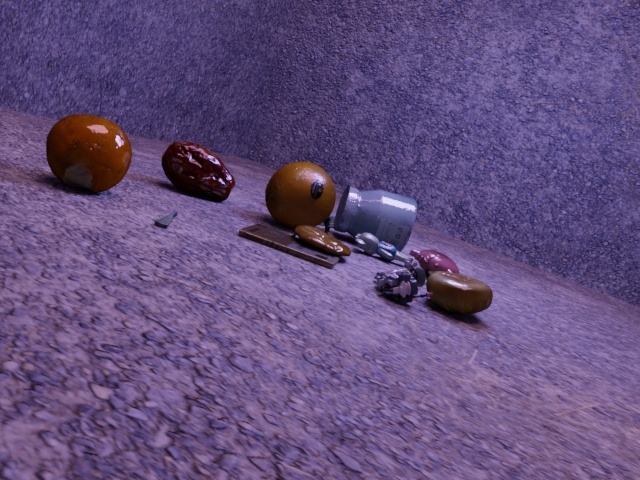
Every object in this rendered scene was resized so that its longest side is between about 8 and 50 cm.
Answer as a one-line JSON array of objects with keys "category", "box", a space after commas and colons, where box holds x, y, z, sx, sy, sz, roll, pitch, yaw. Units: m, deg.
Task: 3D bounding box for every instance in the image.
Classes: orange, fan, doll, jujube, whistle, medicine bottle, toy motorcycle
[{"category": "orange", "box": [-0.078, -0.172, 2.071, 0.274, 0.274, 0.274, 18, 10, -3]}, {"category": "fan", "box": [-0.434, -0.062, 1.546, 0.038, 0.016, 0.193, 20, 11, -6]}, {"category": "orange", "box": [-0.677, -0.256, 1.586, 0.240, 0.240, 0.240, 18, 10, -3]}, {"category": "doll", "box": [0.437, 0.090, 2.035, 0.211, 0.093, 0.262, 36, 12, 40]}, {"category": "jujube", "box": [-0.474, -0.265, 2.101, 0.290, 0.197, 0.197, 31, 7, -16]}, {"category": "whistle", "box": [0.237, 0.038, 2.052, 0.236, 0.077, 0.114, 24, 17, 1]}, {"category": "medicine bottle", "box": [0.220, -0.097, 2.231, 0.290, 0.245, 0.245, 18, 10, -7]}, {"category": "toy motorcycle", "box": [0.237, 0.119, 1.567, 0.150, 0.102, 0.221, -3, 8, 0]}]

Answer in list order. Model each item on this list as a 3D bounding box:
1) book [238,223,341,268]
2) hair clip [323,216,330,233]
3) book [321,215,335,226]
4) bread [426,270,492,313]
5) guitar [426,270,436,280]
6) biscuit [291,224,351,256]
[{"category": "book", "box": [-0.089, 0.013, 1.741, 0.310, 0.021, 0.217, 20, 10, 7]}, {"category": "hair clip", "box": [0.035, -0.111, 2.217, 0.052, 0.124, 0.195, -1, 46, 1]}, {"category": "book", "box": [0.043, -0.091, 2.518, 0.283, 0.025, 0.215, 7, 14, -40]}, {"category": "bread", "box": [0.408, 0.158, 1.600, 0.213, 0.104, 0.213, 9, 7, -1]}, {"category": "guitar", "box": [0.435, 0.171, 1.776, 0.084, 0.038, 0.271, 9, 17, -20]}, {"category": "biscuit", "box": [0.001, -0.005, 1.828, 0.203, 0.041, 0.260, 16, 12, -18]}]
